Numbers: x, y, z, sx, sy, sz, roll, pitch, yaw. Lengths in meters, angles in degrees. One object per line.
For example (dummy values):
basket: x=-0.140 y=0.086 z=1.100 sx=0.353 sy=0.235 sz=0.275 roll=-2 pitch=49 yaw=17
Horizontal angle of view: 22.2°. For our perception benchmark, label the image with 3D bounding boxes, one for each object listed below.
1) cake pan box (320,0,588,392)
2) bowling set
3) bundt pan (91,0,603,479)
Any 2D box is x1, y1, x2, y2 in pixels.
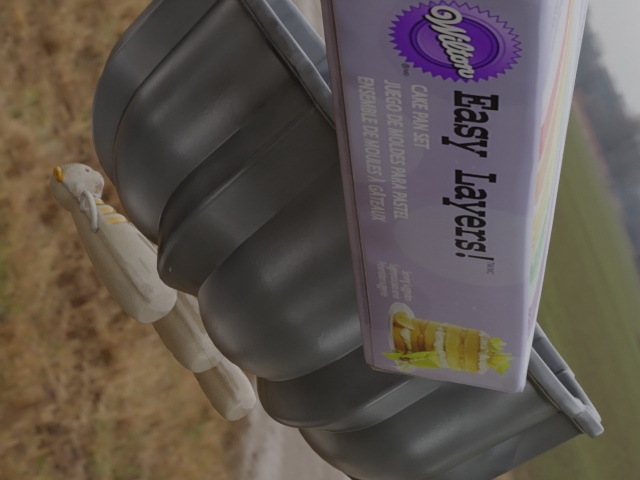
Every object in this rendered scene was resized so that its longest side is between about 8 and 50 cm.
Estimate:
cake pan box: x=0.062 y=-0.116 z=0.562 sx=0.246 sy=0.070 sz=0.267 roll=85 pitch=16 yaw=-59
bowling set: x=-0.075 y=0.005 z=1.343 sx=0.154 sy=0.200 sz=0.287 roll=53 pitch=-6 yaw=30
bundt pan: x=0.000 y=0.000 z=0.850 sx=0.331 sy=0.124 sz=0.331 roll=52 pitch=6 yaw=-7
